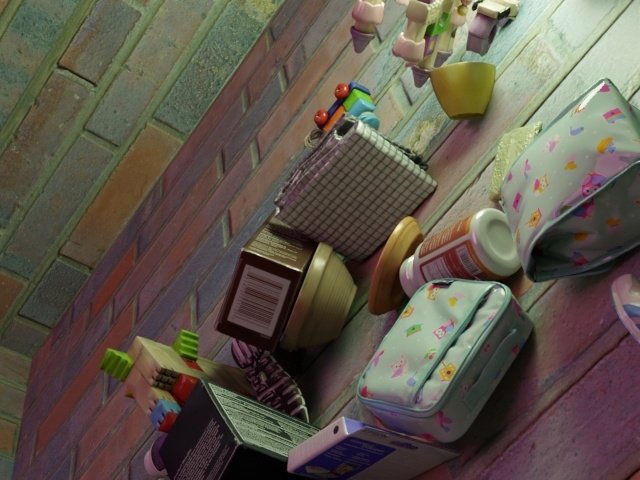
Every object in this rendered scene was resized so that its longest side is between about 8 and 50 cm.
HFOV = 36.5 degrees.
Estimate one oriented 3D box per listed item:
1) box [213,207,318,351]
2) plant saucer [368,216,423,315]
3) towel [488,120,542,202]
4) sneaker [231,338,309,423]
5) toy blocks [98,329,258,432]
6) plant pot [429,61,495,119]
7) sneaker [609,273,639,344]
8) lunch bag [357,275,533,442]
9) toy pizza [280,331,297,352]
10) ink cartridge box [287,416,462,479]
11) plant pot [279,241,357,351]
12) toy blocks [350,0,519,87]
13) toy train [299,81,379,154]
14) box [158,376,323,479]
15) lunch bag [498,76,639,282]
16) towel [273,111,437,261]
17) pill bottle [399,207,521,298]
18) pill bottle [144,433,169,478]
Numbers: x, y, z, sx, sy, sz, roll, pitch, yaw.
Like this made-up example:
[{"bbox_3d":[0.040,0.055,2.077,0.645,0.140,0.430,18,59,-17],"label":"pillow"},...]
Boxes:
[{"bbox_3d":[-0.099,0.073,2.084,0.381,0.143,0.191,-55,-14,-74],"label":"box"},{"bbox_3d":[0.148,0.053,1.839,0.200,0.037,0.200,-56,-21,-34],"label":"plant saucer"},{"bbox_3d":[0.355,-0.145,1.771,0.110,0.027,0.148,-25,44,54],"label":"towel"},{"bbox_3d":[-0.067,0.307,2.042,0.106,0.162,0.281,-35,69,22],"label":"sneaker"},{"bbox_3d":[-0.259,0.345,2.108,0.261,0.381,0.191,37,99,50],"label":"toy blocks"},{"bbox_3d":[0.289,-0.296,1.954,0.134,0.134,0.095,-11,81,59],"label":"plant pot"},{"bbox_3d":[0.459,0.115,1.258,0.092,0.087,0.229,-45,36,17],"label":"sneaker"},{"bbox_3d":[0.202,0.181,1.553,0.279,0.108,0.224,-54,26,-21],"label":"lunch bag"},{"bbox_3d":[-0.095,0.245,2.227,0.201,0.032,0.201,-42,33,35],"label":"toy pizza"},{"bbox_3d":[0.087,0.345,1.575,0.208,0.206,0.045,-38,42,40],"label":"ink cartridge box"},{"bbox_3d":[0.007,0.130,2.012,0.237,0.109,0.237,21,-90,-89],"label":"plant pot"},{"bbox_3d":[0.242,-0.425,2.018,0.288,0.308,0.260,-35,-35,-55],"label":"toy blocks"},{"bbox_3d":[0.045,-0.259,2.408,0.248,0.105,0.143,-50,41,25],"label":"toy train"},{"bbox_3d":[-0.103,0.425,1.752,0.183,0.296,0.294,-60,24,4],"label":"box"},{"bbox_3d":[0.395,-0.075,1.473,0.262,0.160,0.223,-41,33,27],"label":"lunch bag"},{"bbox_3d":[0.069,-0.114,2.045,0.284,0.235,0.121,-48,22,27],"label":"towel"},{"bbox_3d":[0.241,0.036,1.694,0.216,0.121,0.121,-31,39,48],"label":"pill bottle"},{"bbox_3d":[-0.347,0.511,2.345,0.193,0.108,0.108,-36,35,42],"label":"pill bottle"}]
